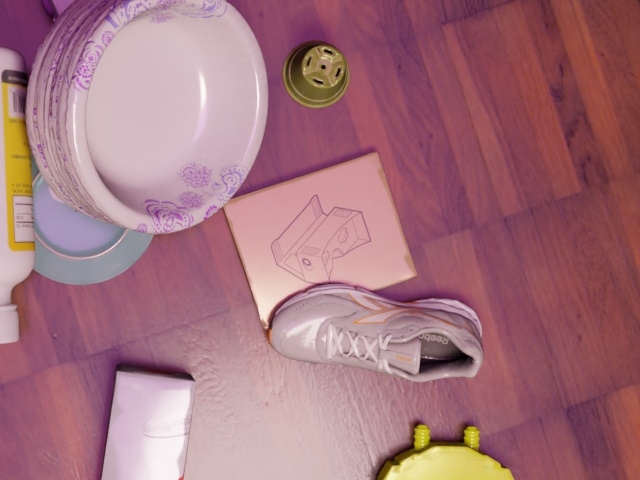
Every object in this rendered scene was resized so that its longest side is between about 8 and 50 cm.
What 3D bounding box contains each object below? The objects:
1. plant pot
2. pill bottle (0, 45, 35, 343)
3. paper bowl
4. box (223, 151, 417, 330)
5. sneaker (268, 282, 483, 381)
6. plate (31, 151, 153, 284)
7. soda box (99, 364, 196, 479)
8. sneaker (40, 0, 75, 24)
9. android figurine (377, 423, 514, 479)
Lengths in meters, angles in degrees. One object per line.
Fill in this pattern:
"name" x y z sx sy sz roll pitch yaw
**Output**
"plant pot" -0.001 -0.205 1.917 0.083 0.079 0.083 0 88 -7
"pill bottle" -0.421 -0.048 1.811 0.188 0.188 0.334 -2 89 -7
"paper bowl" -0.208 -0.157 1.822 0.284 0.148 0.284 -13 109 -42
"box" 0.000 0.000 1.944 0.201 0.021 0.164 -19 92 -7
"sneaker" 0.070 0.116 1.891 0.262 0.121 0.099 0 109 -5
"plate" -0.287 -0.040 1.910 0.188 0.024 0.188 0 90 -7
"soda box" -0.213 0.295 1.880 0.098 0.091 0.286 9 88 -7
"sneaker" -0.269 -0.375 1.870 0.152 0.114 0.305 -6 90 -6
"android figurine" 0.149 0.360 1.939 0.248 0.056 0.273 0 90 -6
